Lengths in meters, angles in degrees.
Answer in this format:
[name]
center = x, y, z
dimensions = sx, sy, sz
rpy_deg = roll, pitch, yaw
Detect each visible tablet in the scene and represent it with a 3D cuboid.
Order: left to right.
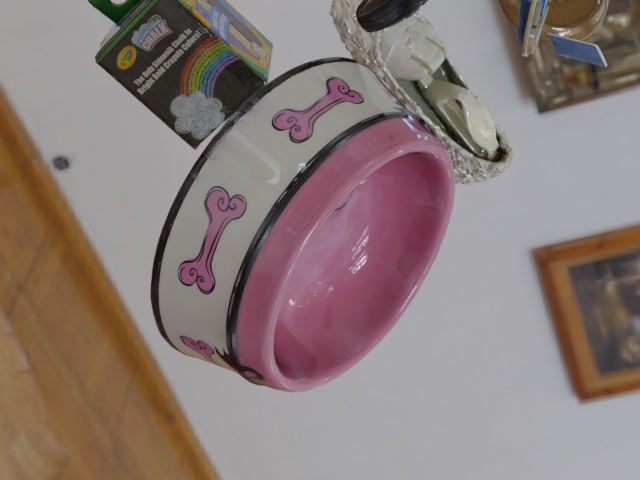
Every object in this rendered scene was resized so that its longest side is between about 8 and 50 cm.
[tablet]
center = 0.365, -0.272, 1.719
dimensions = 0.006, 0.083, 0.054
rpy_deg = -58, 141, -11

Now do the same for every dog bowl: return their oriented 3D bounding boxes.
[dog bowl]
center = 0.000, 0.000, 1.417
dimensions = 0.150, 0.408, 0.408
rpy_deg = 34, -7, 26

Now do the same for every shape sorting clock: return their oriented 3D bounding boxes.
[shape sorting clock]
center = 0.334, -0.374, 1.795
dimensions = 0.206, 0.040, 0.206
rpy_deg = 20, 90, -78

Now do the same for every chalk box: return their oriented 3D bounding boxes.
[chalk box]
center = -0.241, -0.329, 1.972
dimensions = 0.289, 0.180, 0.179
rpy_deg = 43, 21, -19

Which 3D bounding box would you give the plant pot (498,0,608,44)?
[plant pot]
center = 0.450, -0.490, 2.312
dimensions = 0.032, 0.236, 0.236
rpy_deg = 140, -59, -72

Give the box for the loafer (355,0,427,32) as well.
[loafer]
center = 0.120, -0.342, 1.470
dimensions = 0.078, 0.223, 0.076
rpy_deg = 35, 33, -30

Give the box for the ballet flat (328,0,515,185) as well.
[ballet flat]
center = 0.183, -0.256, 1.936
dimensions = 0.409, 0.147, 0.147
rpy_deg = 48, 24, -23
